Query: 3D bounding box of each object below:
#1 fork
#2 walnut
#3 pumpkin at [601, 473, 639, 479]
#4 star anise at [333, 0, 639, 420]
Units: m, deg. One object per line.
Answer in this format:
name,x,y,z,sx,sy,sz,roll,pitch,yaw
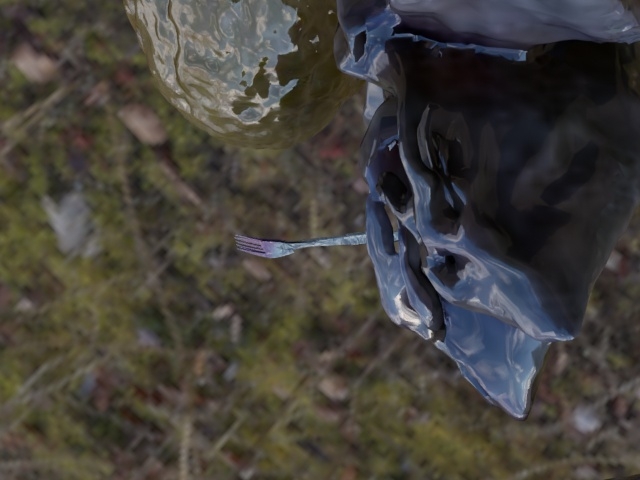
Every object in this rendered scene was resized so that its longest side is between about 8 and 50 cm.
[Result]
fork,0.000,0.001,1.126,0.115,0.012,0.016,-2,135,10
walnut,-0.030,-0.132,0.935,0.155,0.155,0.184,27,148,18
pumpkin,0.183,0.333,0.944,0.454,0.454,0.344,2,123,39
star anise,0.062,-0.101,0.616,0.118,0.331,0.331,-1,134,-1
